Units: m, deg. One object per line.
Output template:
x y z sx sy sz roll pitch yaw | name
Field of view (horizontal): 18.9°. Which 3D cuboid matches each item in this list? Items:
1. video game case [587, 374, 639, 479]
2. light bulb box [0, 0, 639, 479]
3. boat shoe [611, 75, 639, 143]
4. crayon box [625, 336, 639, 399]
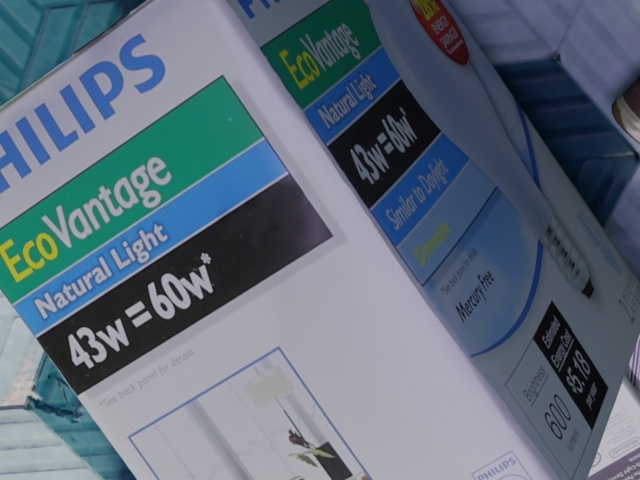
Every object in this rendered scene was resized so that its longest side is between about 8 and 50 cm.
0.172 0.191 1.387 0.190 0.022 0.173 -33 98 17 | video game case
0.000 0.000 1.204 0.225 0.358 0.361 -32 97 23 | light bulb box
0.275 -0.064 1.330 0.152 0.056 0.049 30 124 -7 | boat shoe
0.284 0.198 1.426 0.202 0.081 0.319 6 107 6 | crayon box
